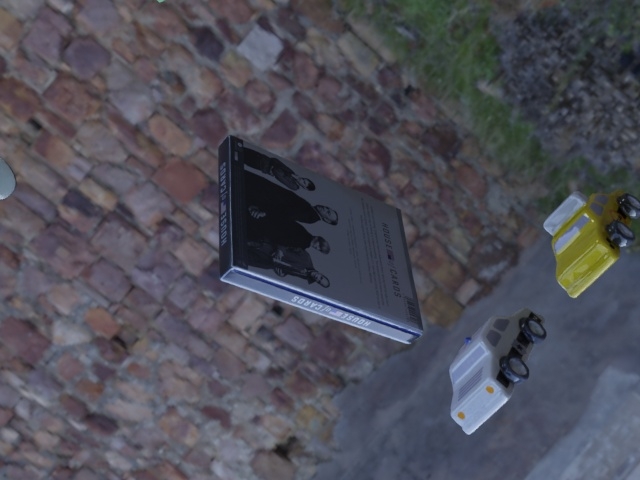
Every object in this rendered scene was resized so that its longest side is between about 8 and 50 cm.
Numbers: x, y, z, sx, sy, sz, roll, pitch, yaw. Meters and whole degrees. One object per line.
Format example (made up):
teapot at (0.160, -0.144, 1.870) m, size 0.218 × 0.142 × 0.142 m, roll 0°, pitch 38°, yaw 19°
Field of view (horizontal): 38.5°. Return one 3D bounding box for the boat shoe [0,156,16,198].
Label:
boat shoe at (-0.344, -0.073, 0.851) m, size 0.137 × 0.049 × 0.043 m, roll 23°, pitch 165°, yaw 0°

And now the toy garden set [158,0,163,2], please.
toy garden set at (-0.123, -0.381, 1.001) m, size 0.049 × 0.244 × 0.204 m, roll 68°, pitch -170°, yaw 18°

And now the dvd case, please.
dvd case at (0.000, 0.000, 0.973) m, size 0.238 × 0.029 × 0.179 m, roll 22°, pitch -137°, yaw -30°

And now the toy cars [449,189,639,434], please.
toy cars at (0.264, 0.062, 1.121) m, size 0.087 × 0.394 × 0.176 m, roll 40°, pitch 166°, yaw 4°
